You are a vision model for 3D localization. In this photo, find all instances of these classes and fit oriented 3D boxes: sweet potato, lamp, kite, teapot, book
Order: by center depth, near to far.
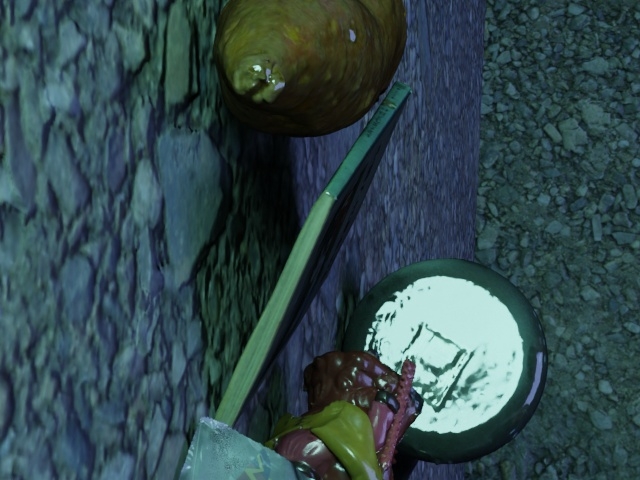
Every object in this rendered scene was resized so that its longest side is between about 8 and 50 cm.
[{"bbox_3d":[-0.004,0.218,0.721,0.245,0.015,0.141,28,54,-33],"label":"kite"},{"bbox_3d":[-0.017,-0.127,0.727,0.336,0.131,0.131,-54,143,-66],"label":"sweet potato"},{"bbox_3d":[0.000,0.000,0.818,0.214,0.025,0.282,-65,176,28],"label":"book"},{"bbox_3d":[0.004,0.203,0.823,0.253,0.118,0.118,-68,155,-43],"label":"lamp"},{"bbox_3d":[0.143,0.199,1.218,0.285,0.224,0.305,70,21,-72],"label":"teapot"}]
